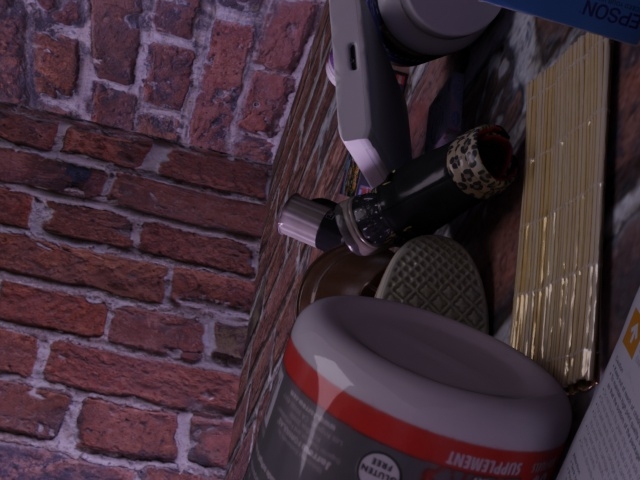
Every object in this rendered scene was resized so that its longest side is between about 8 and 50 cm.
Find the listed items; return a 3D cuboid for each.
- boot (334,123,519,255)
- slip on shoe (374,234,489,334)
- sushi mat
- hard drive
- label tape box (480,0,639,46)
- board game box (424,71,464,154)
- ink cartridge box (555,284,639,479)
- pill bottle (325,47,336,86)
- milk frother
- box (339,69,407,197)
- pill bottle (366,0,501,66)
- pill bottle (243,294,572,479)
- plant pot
[{"bbox_3d":[0.141,-0.058,0.892,0.178,0.085,0.236,-28,-4,33],"label":"boot"},{"bbox_3d":[0.096,0.155,0.816,0.101,0.123,0.331,119,157,-72],"label":"slip on shoe"},{"bbox_3d":[0.201,-0.023,0.699,0.151,0.019,0.317,130,151,-68],"label":"sushi mat"},{"bbox_3d":[0.073,-0.158,1.044,0.307,0.040,0.203,46,-141,-67],"label":"hard drive"},{"bbox_3d":[0.170,-0.347,0.595,0.115,0.249,0.348,-104,28,-69],"label":"label tape box"},{"bbox_3d":[0.165,-0.163,1.096,0.090,0.020,0.090,120,160,-64],"label":"board game box"},{"bbox_3d":[0.159,0.202,0.359,0.324,0.071,0.330,-72,-1,-69],"label":"ink cartridge box"},{"bbox_3d":[0.083,-0.383,1.617,0.193,0.108,0.108,123,158,-66],"label":"pill bottle"},{"bbox_3d":[0.000,0.000,1.516,0.129,0.134,0.143,-17,-52,-65],"label":"milk frother"},{"bbox_3d":[0.093,-0.189,1.491,0.159,0.044,0.233,-142,65,-80],"label":"box"},{"bbox_3d":[0.136,-0.310,1.053,0.264,0.153,0.153,-138,61,-80],"label":"pill bottle"},{"bbox_3d":[0.031,0.243,0.623,0.210,0.210,0.363,-114,40,-75],"label":"pill bottle"},{"bbox_3d":[0.073,0.083,0.944,0.165,0.166,0.167,177,105,-72],"label":"plant pot"}]
